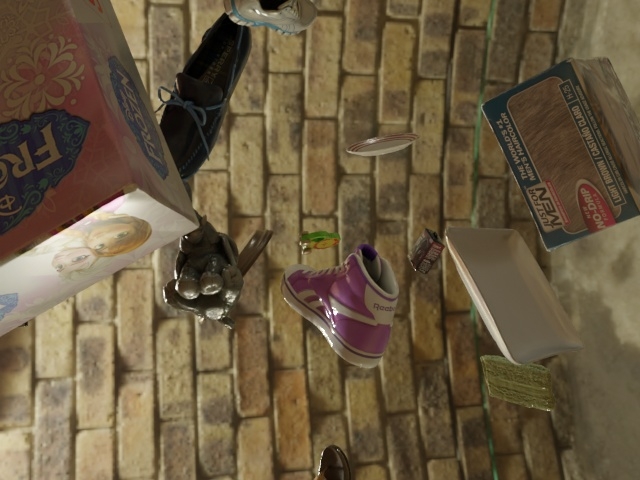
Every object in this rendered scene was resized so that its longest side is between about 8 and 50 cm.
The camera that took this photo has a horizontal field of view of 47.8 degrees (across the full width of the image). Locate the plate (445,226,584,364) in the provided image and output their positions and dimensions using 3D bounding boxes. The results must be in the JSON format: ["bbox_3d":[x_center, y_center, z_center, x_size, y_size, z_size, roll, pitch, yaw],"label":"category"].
[{"bbox_3d":[0.358,0.102,1.363,0.045,0.278,0.277,-41,63,35],"label":"plate"}]

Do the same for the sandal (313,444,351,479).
[{"bbox_3d":[0.001,0.525,1.466,0.090,0.060,0.219,3,70,48],"label":"sandal"}]

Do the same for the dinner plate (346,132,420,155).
[{"bbox_3d":[0.119,-0.179,1.360,0.141,0.141,0.017,-133,28,-72],"label":"dinner plate"}]

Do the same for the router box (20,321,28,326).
[{"bbox_3d":[-0.744,0.158,1.689,0.038,0.122,0.092,16,100,41],"label":"router box"}]

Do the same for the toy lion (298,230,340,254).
[{"bbox_3d":[0.000,0.000,1.699,0.100,0.096,0.034,84,172,-71],"label":"toy lion"}]

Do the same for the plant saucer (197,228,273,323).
[{"bbox_3d":[-0.209,0.076,1.710,0.278,0.041,0.278,-50,8,10],"label":"plant saucer"}]

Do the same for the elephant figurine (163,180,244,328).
[{"bbox_3d":[-0.237,0.029,1.487,0.186,0.169,0.239,-54,37,40],"label":"elephant figurine"}]

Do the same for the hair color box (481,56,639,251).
[{"bbox_3d":[0.314,-0.121,0.868,0.347,0.105,0.174,-28,-87,-60],"label":"hair color box"}]

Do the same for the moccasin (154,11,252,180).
[{"bbox_3d":[-0.234,-0.281,1.347,0.117,0.137,0.342,98,-170,-80],"label":"moccasin"}]

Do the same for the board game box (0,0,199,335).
[{"bbox_3d":[-0.265,-0.073,0.413,0.318,0.318,0.066,64,-171,22],"label":"board game box"}]

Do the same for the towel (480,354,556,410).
[{"bbox_3d":[0.393,0.281,1.441,0.148,0.027,0.110,6,124,41],"label":"towel"}]

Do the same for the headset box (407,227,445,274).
[{"bbox_3d":[0.222,0.019,1.504,0.083,0.032,0.062,-61,23,22],"label":"headset box"}]

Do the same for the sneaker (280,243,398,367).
[{"bbox_3d":[0.037,0.065,1.163,0.282,0.102,0.161,37,116,51],"label":"sneaker"}]

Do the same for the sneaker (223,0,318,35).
[{"bbox_3d":[-0.063,-0.386,1.198,0.083,0.190,0.071,-5,96,44],"label":"sneaker"}]
